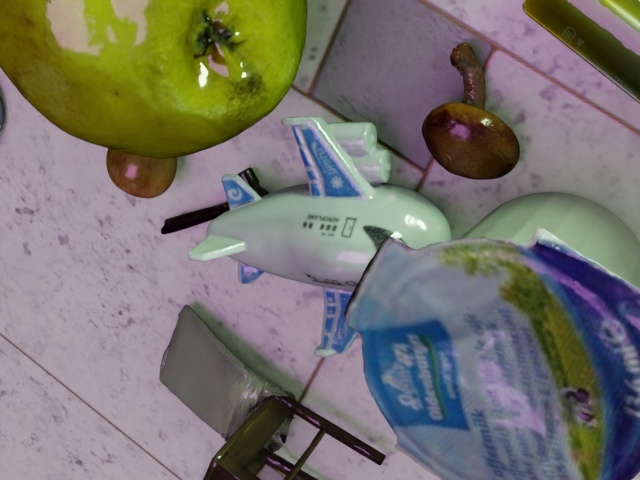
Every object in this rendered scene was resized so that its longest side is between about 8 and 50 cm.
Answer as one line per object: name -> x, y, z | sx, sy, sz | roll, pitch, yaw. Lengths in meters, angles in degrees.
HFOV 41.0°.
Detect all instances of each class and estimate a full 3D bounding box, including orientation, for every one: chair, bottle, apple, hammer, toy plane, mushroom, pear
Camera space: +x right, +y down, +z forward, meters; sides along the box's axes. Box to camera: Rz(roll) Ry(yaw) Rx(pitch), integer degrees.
chair -> -0.104, 0.247, 1.034 | 0.319, 0.186, 0.160 | 33, 131, 11
bottle -> 0.294, -0.126, 0.668 | 0.286, 0.082, 0.082 | 41, 127, 8
apple -> -0.205, -0.092, 0.989 | 0.084, 0.084, 0.071 | 38, 118, 10
hammer -> -0.129, -0.036, 1.010 | 0.178, 0.021, 0.065 | -14, 105, 38
toy plane -> 0.002, -0.002, 0.880 | 0.266, 0.122, 0.267 | 9, 117, 17
mushroom -> 0.129, -0.112, 0.782 | 0.088, 0.072, 0.130 | 8, 119, 62
pear -> -0.178, -0.239, 0.785 | 0.375, 0.287, 0.287 | 46, 132, 34

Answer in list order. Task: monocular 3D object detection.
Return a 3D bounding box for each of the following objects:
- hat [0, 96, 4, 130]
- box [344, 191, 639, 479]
hat -> -0.512, -0.189, 1.126 | 0.191, 0.078, 0.138 | 20, 120, 22
box -> 0.202, 0.063, 0.740 | 0.291, 0.206, 0.262 | -14, 107, 34
